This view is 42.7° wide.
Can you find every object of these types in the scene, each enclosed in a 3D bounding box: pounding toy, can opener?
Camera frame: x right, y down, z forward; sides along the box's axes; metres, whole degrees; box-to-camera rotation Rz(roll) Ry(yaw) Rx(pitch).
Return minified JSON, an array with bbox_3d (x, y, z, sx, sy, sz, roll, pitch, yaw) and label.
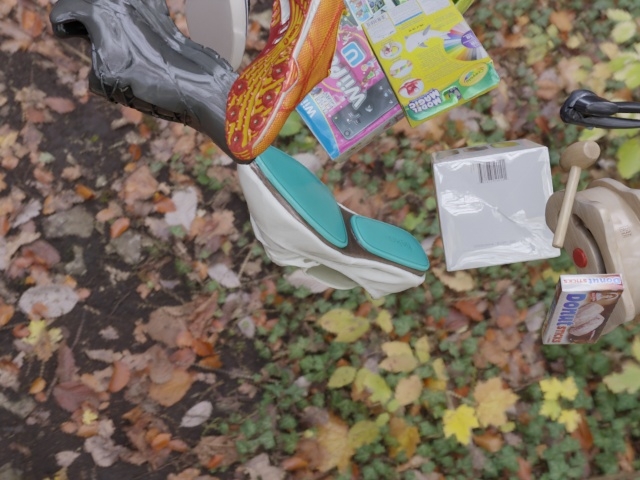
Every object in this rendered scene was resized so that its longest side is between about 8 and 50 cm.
[{"bbox_3d":[0.358,0.003,1.130,0.155,0.154,0.269,-16,92,-12],"label":"pounding toy"},{"bbox_3d":[0.448,-0.196,1.279,0.186,0.059,0.073,3,31,-35],"label":"can opener"}]

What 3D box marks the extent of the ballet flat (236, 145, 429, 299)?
[{"bbox_3d":[0.000,0.000,1.152,0.400,0.139,0.139,28,53,-44],"label":"ballet flat"}]

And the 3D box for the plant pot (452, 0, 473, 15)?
[{"bbox_3d":[0.190,-0.532,1.667,0.207,0.227,0.228,61,37,-19],"label":"plant pot"}]

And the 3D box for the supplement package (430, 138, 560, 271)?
[{"bbox_3d":[0.317,-0.075,1.538,0.262,0.199,0.197,-58,139,-78],"label":"supplement package"}]

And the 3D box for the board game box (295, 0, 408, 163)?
[{"bbox_3d":[0.086,-0.313,1.446,0.224,0.303,0.097,54,9,3],"label":"board game box"}]

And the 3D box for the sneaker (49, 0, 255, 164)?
[{"bbox_3d":[-0.184,-0.182,0.919,0.130,0.109,0.286,-42,84,-18],"label":"sneaker"}]

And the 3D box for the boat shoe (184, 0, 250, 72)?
[{"bbox_3d":[-0.122,-0.432,1.297,0.127,0.340,0.158,35,50,27],"label":"boat shoe"}]

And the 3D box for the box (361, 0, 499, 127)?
[{"bbox_3d":[0.120,-0.196,0.889,0.043,0.105,0.179,57,11,-46],"label":"box"}]

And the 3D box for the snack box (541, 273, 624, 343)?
[{"bbox_3d":[0.294,0.081,0.930,0.064,0.178,0.022,-1,64,8],"label":"snack box"}]

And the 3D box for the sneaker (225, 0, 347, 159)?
[{"bbox_3d":[-0.019,-0.134,0.646,0.067,0.064,0.175,43,64,-44],"label":"sneaker"}]
